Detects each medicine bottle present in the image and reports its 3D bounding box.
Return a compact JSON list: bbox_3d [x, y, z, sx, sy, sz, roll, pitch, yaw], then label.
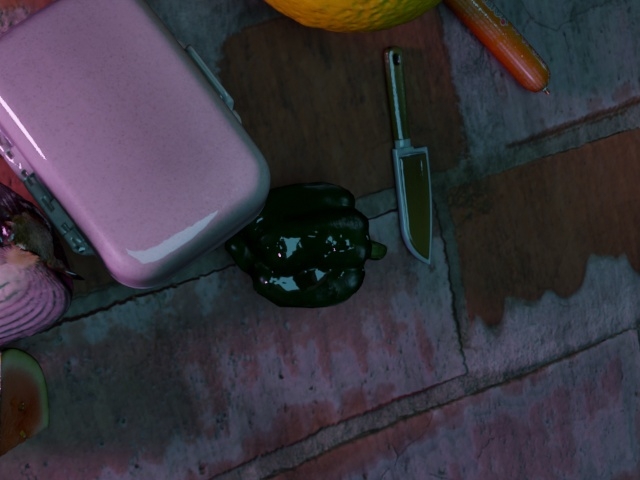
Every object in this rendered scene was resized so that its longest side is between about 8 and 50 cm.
[{"bbox_3d":[-0.251,-0.139,1.383,0.282,0.123,0.375,-36,85,-18],"label":"medicine bottle"}]

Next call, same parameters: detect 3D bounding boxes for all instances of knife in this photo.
[{"bbox_3d":[0.141,-0.127,1.655,0.061,0.027,0.343,-11,101,-25],"label":"knife"}]

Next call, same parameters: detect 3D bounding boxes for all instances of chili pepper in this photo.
[{"bbox_3d":[0.000,0.000,1.535,0.261,0.174,0.165,-8,122,-33],"label":"chili pepper"}]

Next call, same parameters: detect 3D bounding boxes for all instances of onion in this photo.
[{"bbox_3d":[-0.487,0.038,1.360,0.349,0.159,0.267,-29,138,19],"label":"onion"}]

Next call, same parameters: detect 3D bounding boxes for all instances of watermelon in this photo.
[{"bbox_3d":[-0.455,0.215,1.409,0.145,0.137,0.193,3,140,13],"label":"watermelon"}]

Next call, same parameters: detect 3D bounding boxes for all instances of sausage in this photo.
[{"bbox_3d":[0.246,-0.345,1.654,0.348,0.053,0.053,42,81,-21],"label":"sausage"}]

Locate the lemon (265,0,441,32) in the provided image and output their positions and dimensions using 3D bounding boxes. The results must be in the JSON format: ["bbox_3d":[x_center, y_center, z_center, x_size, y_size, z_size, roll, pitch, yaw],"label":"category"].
[{"bbox_3d":[0.046,-0.429,1.425,0.336,0.336,0.336,-3,98,-22],"label":"lemon"}]
